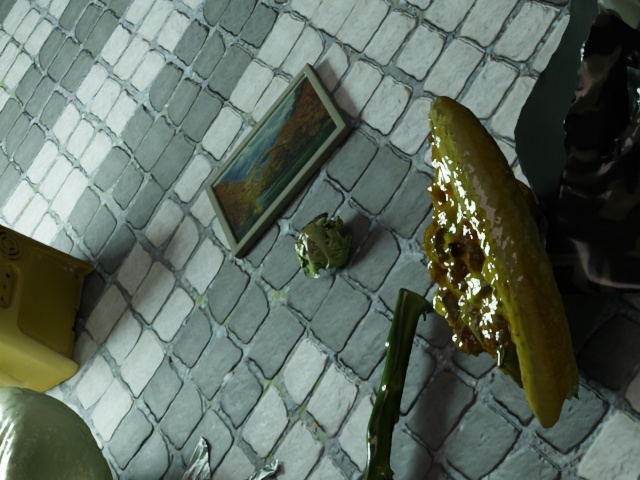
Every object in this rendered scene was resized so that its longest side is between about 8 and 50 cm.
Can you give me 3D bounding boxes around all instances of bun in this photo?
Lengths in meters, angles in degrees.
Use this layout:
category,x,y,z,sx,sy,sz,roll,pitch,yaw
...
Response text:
category,x,y,z,sx,sy,sz,roll,pitch,yaw
bun,-0.409,0.381,1.986,0.352,0.227,0.348,-1,65,48

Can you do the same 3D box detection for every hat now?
category,x,y,z,sx,sy,sz,roll,pitch,yaw
hat,0.329,-0.154,1.528,0.381,0.257,0.366,-59,-18,-58

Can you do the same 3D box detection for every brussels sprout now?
category,x,y,z,sx,sy,sz,roll,pitch,yaw
brussels sprout,0.000,0.000,1.897,0.085,0.058,0.085,-31,29,20

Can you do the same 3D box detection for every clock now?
category,x,y,z,sx,sy,sz,roll,pitch,yaw
clock,-0.530,0.083,2.279,0.200,0.317,0.244,-25,47,32

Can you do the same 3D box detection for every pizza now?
category,x,y,z,sx,sy,sz,roll,pitch,yaw
pizza,0.178,0.016,1.498,0.258,0.087,0.268,-131,30,-57

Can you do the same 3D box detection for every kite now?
category,x,y,z,sx,sy,sz,roll,pitch,yaw
kite,-0.138,0.335,1.870,0.250,0.012,0.229,-37,42,28

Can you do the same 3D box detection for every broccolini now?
category,x,y,z,sx,sy,sz,roll,pitch,yaw
broccolini,0.084,0.231,1.629,0.079,0.074,0.392,95,-172,-66

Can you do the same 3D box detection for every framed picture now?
category,x,y,z,sx,sy,sz,roll,pitch,yaw
framed picture,-0.065,-0.115,2.091,0.250,0.016,0.184,-48,37,17

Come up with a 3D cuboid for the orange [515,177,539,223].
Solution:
category,x,y,z,sx,sy,sz,roll,pitch,yaw
orange,0.203,-0.031,1.648,0.083,0.070,0.083,-35,37,32
